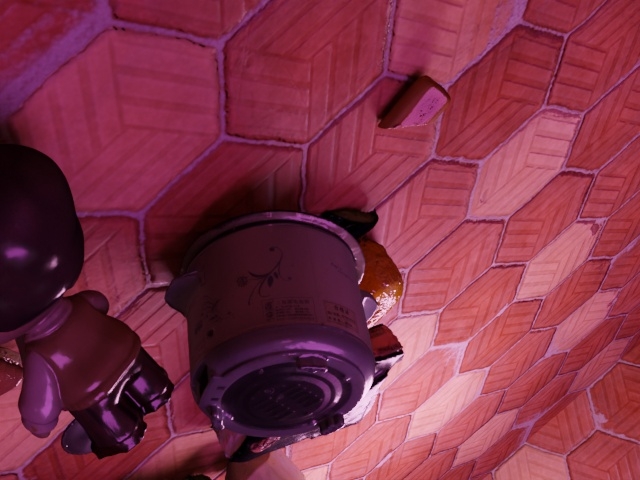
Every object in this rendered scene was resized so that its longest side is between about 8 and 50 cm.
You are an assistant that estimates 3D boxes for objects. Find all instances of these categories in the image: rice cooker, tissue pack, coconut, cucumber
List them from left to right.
[{"bbox_3d":[-0.120,0.478,1.676,0.147,0.153,0.147,-46,-179,1],"label":"coconut"},{"bbox_3d":[-0.062,0.105,1.160,0.317,0.316,0.264,-16,148,-33],"label":"rice cooker"},{"bbox_3d":[-0.016,0.285,1.557,0.333,0.123,0.245,-13,150,-36],"label":"tissue pack"},{"bbox_3d":[0.000,0.000,1.323,0.220,0.046,0.070,-34,139,-10],"label":"cucumber"}]

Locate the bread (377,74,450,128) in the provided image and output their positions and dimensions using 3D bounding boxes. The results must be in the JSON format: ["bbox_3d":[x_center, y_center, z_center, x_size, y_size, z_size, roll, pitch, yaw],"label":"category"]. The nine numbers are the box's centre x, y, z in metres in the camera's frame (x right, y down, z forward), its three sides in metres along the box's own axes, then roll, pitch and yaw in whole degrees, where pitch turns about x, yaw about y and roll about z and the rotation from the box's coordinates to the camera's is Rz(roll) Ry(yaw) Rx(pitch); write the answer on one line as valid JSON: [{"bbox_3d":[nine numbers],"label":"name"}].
[{"bbox_3d":[0.138,-0.190,1.223,0.062,0.049,0.103,32,108,-28],"label":"bread"}]

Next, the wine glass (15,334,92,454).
[{"bbox_3d":[-0.316,0.160,1.038,0.093,0.202,0.093,-24,142,-21],"label":"wine glass"}]

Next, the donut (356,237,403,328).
[{"bbox_3d":[0.034,0.101,1.420,0.253,0.118,0.253,-37,164,-12],"label":"donut"}]

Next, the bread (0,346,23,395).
[{"bbox_3d":[-0.460,0.161,1.015,0.119,0.067,0.192,-47,149,-4],"label":"bread"}]

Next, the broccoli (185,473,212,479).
[{"bbox_3d":[-0.266,0.554,1.538,0.308,0.308,0.275,-36,110,-7],"label":"broccoli"}]

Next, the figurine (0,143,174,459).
[{"bbox_3d":[-0.308,0.058,0.873,0.218,0.206,0.364,-46,133,-26],"label":"figurine"}]
